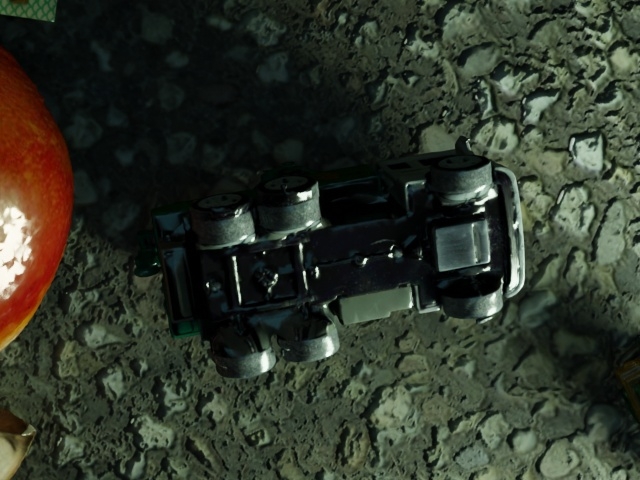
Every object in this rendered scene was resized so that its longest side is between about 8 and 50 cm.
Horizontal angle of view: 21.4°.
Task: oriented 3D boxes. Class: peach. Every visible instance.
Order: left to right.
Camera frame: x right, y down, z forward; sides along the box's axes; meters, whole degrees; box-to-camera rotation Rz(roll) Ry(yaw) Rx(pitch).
[{"bbox_3d":[-0.401,-0.034,1.469,0.372,0.290,0.373,-19,121,-36],"label":"peach"}]

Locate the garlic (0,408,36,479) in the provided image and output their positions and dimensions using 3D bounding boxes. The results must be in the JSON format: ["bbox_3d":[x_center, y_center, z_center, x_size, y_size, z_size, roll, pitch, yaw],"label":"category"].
[{"bbox_3d":[-0.373,0.212,1.629,0.206,0.128,0.115,-28,59,-8],"label":"garlic"}]

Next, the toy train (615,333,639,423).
[{"bbox_3d":[0.378,0.196,1.700,0.091,0.136,0.228,-26,103,-3],"label":"toy train"}]

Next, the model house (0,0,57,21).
[{"bbox_3d":[-0.355,-0.292,1.505,0.271,0.206,0.178,10,97,-8],"label":"model house"}]

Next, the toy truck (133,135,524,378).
[{"bbox_3d":[0.003,0.002,1.604,0.363,0.178,0.176,-9,109,-6],"label":"toy truck"}]
